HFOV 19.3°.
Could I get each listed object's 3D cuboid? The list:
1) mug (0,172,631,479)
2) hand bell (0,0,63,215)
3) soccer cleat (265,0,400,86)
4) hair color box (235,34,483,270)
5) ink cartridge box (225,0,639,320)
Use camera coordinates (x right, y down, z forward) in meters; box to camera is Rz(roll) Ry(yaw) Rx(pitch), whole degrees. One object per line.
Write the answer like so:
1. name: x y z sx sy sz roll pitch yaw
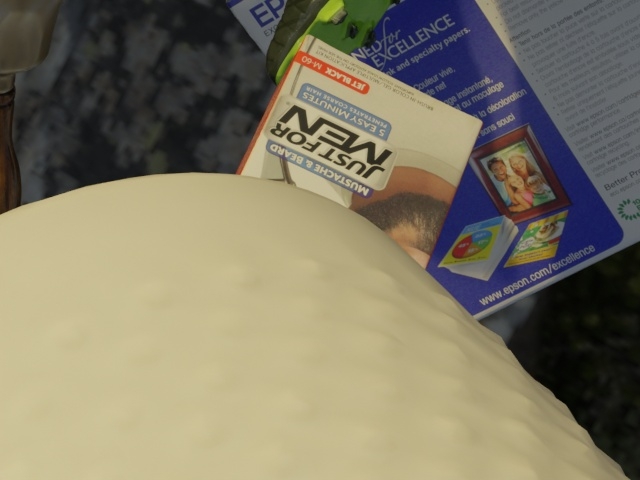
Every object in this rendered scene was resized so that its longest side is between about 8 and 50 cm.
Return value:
1. mug: 0.046 0.176 0.512 0.374 0.328 0.276 -6 125 -30
2. hand bell: -0.213 -0.090 1.226 0.126 0.126 0.242 -17 133 -34
3. soccer cleat: 0.016 -0.164 1.031 0.179 0.072 0.060 -57 153 -2
4. hair color box: 0.000 0.000 0.825 0.093 0.053 0.167 26 58 -5
5. ink cartridge box: 0.144 -0.124 1.308 0.303 0.072 0.307 -27 108 23
